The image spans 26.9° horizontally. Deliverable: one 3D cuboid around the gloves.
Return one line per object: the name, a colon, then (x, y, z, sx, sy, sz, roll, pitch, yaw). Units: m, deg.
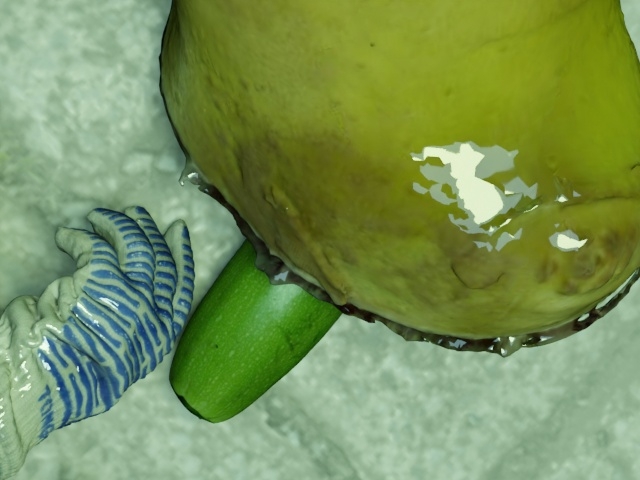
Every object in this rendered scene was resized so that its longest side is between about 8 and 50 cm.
gloves: (-0.145, 0.058, 0.814, 0.097, 0.229, 0.119, 27, 139, 8)

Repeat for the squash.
squash: (0.001, 0.000, 0.864, 0.082, 0.082, 0.292, 37, 93, -8)

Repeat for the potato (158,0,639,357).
potato: (0.043, -0.150, 0.699, 0.290, 0.296, 0.397, -15, 75, -5)
